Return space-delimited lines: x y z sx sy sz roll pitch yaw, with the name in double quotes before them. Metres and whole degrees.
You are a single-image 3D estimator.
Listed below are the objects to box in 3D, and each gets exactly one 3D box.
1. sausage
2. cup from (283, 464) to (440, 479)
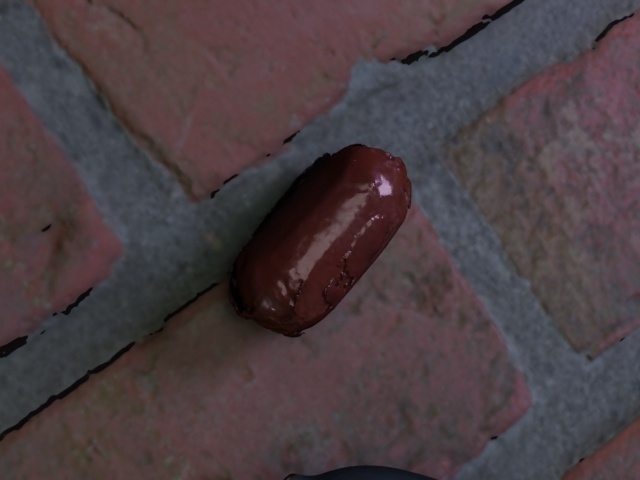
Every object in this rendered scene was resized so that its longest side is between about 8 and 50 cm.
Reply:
"sausage" 0.000 0.000 0.780 0.076 0.076 0.141 42 76 -8
"cup" 0.029 0.207 0.731 0.150 0.199 0.199 27 79 7
